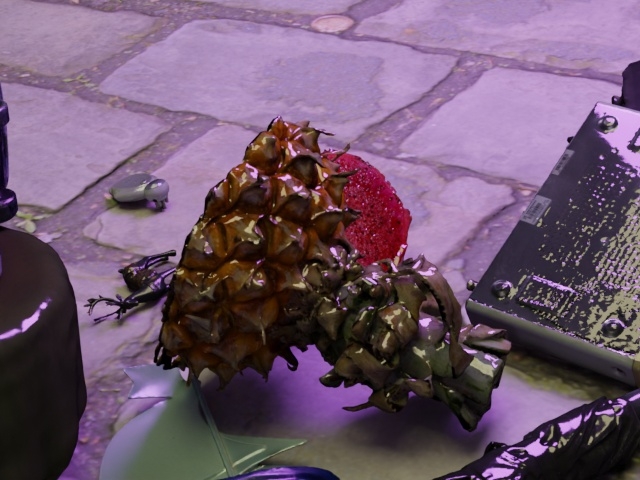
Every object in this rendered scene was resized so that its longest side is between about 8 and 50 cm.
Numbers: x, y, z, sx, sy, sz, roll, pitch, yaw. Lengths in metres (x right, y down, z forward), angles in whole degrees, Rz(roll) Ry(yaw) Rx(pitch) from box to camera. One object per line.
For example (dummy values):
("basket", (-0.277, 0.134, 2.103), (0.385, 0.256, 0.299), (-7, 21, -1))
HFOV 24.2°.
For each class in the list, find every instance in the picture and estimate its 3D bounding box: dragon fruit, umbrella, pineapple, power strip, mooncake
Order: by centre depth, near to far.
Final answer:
("umbrella", (0.191, 0.172, 1.191), (0.236, 0.059, 0.066), (-21, 57, -24))
("mooncake", (-0.375, 0.119, 1.263), (0.357, 0.194, 0.356), (1, 27, 0))
("pineapple", (0.035, 0.057, 1.272), (0.272, 0.262, 0.262), (27, 40, 10))
("dragon fruit", (0.000, 0.000, 1.483), (0.153, 0.153, 0.111), (-32, -4, -35))
("power strip", (-0.199, -0.053, 1.670), (0.083, 0.035, 0.055), (7, 31, 46))

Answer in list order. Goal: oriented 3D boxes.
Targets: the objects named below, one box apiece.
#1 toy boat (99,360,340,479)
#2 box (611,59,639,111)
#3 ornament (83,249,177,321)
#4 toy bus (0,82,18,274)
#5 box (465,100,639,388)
("toy boat", (-0.085, 0.183, 1.223), (0.210, 0.070, 0.291), (4, 26, 5))
("box", (0.482, -0.094, 1.530), (0.350, 0.091, 0.359), (-2, 34, 9))
("ornament", (-0.186, 0.046, 1.501), (0.125, 0.028, 0.073), (-28, 37, -33))
("toy bus", (-0.329, -0.049, 1.256), (0.134, 0.116, 0.234), (-2, 27, -4))
("box", (0.273, -0.006, 1.372), (0.211, 0.045, 0.270), (21, 63, 33))
